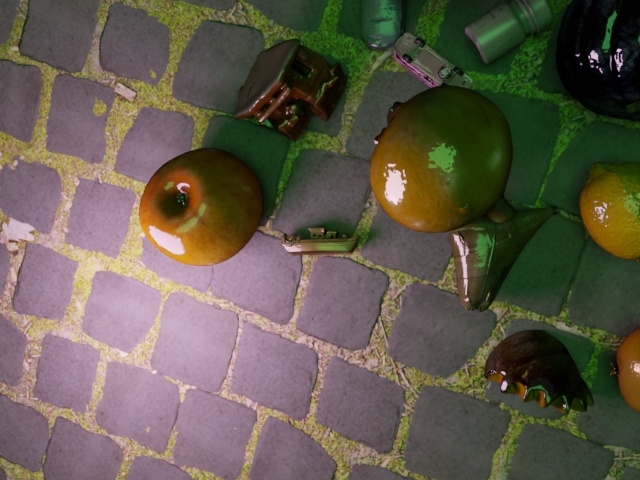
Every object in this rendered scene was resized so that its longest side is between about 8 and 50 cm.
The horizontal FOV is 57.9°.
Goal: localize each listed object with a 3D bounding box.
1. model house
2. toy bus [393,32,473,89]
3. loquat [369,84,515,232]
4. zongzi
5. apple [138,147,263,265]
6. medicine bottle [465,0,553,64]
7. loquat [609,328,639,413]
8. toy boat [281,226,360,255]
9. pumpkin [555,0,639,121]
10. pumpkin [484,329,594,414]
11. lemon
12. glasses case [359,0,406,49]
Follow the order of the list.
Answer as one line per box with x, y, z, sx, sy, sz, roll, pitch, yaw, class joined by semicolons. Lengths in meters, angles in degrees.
-0.056;-0.348;1.394;0.229;0.219;0.200;17;93;-33;model house
0.262;-0.402;1.355;0.203;0.090;0.063;39;93;8;toy bus
0.277;-0.159;1.261;0.359;0.328;0.328;40;104;-1;loquat
0.438;0.040;1.358;0.255;0.115;0.228;-8;96;5;zongzi
-0.299;-0.084;1.439;0.298;0.275;0.299;0;91;16;apple
0.421;-0.483;1.300;0.168;0.105;0.105;-31;88;16;medicine bottle
0.748;0.291;1.258;0.207;0.208;0.208;2;96;14;loquat
0.000;0.000;1.482;0.205;0.064;0.072;-2;78;12;toy boat
0.652;-0.377;1.124;0.363;0.363;0.266;17;92;12;pumpkin
0.522;0.299;1.348;0.253;0.130;0.149;11;99;14;pumpkin
0.666;-0.062;1.244;0.188;0.188;0.257;-34;91;15;lemon
0.148;-0.600;1.374;0.109;0.067;0.283;2;95;19;glasses case
